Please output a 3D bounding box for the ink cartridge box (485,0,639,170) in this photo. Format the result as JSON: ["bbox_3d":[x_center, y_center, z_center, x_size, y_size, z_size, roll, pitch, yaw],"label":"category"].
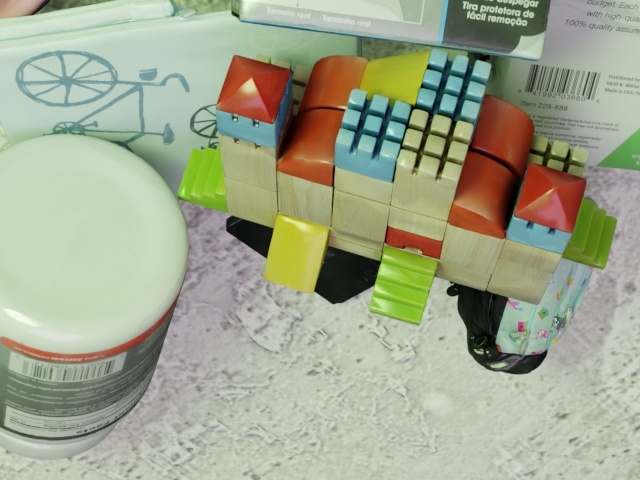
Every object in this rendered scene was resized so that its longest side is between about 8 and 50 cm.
[{"bbox_3d":[0.272,-0.212,1.424,0.211,0.121,0.289,6,129,-5],"label":"ink cartridge box"}]

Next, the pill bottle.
[{"bbox_3d":[-0.250,0.071,1.537,0.210,0.210,0.363,11,152,-9],"label":"pill bottle"}]

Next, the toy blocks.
[{"bbox_3d":[0.069,-0.066,1.319,0.381,0.191,0.261,16,162,4],"label":"toy blocks"}]

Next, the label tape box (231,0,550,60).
[{"bbox_3d":[0.070,-0.321,1.250,0.240,0.106,0.334,7,99,-6],"label":"label tape box"}]

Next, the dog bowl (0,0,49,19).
[{"bbox_3d":[-0.357,-0.324,1.316,0.408,0.150,0.408,0,129,0],"label":"dog bowl"}]

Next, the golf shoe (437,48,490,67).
[{"bbox_3d":[0.072,-0.257,1.412,0.120,0.105,0.273,-15,119,21],"label":"golf shoe"}]

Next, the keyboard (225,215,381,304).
[{"bbox_3d":[0.000,0.000,1.641,0.108,0.023,0.180,-29,135,29],"label":"keyboard"}]

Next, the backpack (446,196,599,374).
[{"bbox_3d":[0.206,0.026,1.617,0.115,0.152,0.182,6,122,-19],"label":"backpack"}]

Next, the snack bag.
[{"bbox_3d":[-0.119,-0.124,1.459,0.342,0.037,0.323,-8,154,-1],"label":"snack bag"}]
